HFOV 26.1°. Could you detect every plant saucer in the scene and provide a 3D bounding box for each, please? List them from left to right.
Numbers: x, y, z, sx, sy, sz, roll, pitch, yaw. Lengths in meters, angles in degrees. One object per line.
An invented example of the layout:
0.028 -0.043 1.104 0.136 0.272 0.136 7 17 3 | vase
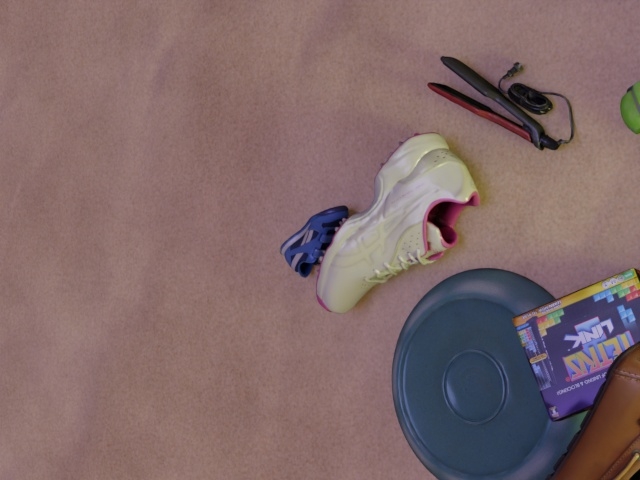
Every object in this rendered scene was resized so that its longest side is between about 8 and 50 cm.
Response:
0.216 0.196 1.859 0.317 0.043 0.318 0 90 39 | plant saucer

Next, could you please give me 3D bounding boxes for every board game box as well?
0.344 0.131 1.721 0.170 0.048 0.141 -26 73 20 | board game box

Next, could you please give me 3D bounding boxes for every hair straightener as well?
0.247 -0.193 1.831 0.230 0.047 0.089 36 112 34 | hair straightener

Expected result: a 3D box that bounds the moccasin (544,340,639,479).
0.364 0.298 1.663 0.147 0.139 0.380 38 121 27 | moccasin

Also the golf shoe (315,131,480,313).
0.103 0.000 1.910 0.140 0.115 0.306 46 118 26 | golf shoe

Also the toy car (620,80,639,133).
0.452 -0.196 1.659 0.225 0.053 0.239 -31 71 35 | toy car

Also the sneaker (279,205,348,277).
0.000 0.000 2.031 0.144 0.053 0.059 -45 62 39 | sneaker
